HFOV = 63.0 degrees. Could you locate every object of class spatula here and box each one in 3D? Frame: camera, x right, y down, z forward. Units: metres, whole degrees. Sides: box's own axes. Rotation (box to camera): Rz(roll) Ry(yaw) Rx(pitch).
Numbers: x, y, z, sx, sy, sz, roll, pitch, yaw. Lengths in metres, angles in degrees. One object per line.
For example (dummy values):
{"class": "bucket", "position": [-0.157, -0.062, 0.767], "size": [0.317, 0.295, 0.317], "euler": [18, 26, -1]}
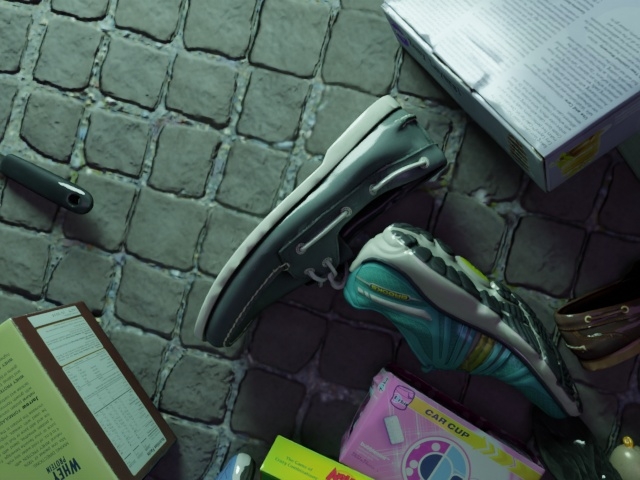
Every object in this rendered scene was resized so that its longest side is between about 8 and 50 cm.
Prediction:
{"class": "spatula", "position": [-0.389, -0.101, 0.603], "size": [0.297, 0.030, 0.084], "euler": [25, 91, 4]}

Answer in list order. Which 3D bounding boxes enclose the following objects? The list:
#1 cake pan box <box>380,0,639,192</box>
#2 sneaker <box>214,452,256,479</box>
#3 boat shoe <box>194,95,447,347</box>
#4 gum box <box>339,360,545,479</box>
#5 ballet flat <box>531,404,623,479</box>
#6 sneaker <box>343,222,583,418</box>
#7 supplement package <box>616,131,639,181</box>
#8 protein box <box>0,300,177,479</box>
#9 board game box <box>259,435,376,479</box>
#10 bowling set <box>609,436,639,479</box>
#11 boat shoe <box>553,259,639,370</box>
{"class": "cake pan box", "position": [0.220, -0.213, 0.474], "size": [0.246, 0.070, 0.266], "euler": [-36, 58, 5]}
{"class": "sneaker", "position": [-0.145, 0.319, 0.570], "size": [0.081, 0.080, 0.211], "euler": [34, 93, 0]}
{"class": "boat shoe", "position": [0.000, 0.000, 0.533], "size": [0.099, 0.116, 0.319], "euler": [41, 89, 6]}
{"class": "gum box", "position": [0.119, 0.223, 0.554], "size": [0.188, 0.062, 0.107], "euler": [31, 95, 3]}
{"class": "ballet flat", "position": [0.267, 0.237, 0.516], "size": [0.057, 0.049, 0.173], "euler": [-39, 46, 14]}
{"class": "sneaker", "position": [0.148, 0.092, 0.534], "size": [0.275, 0.107, 0.110], "euler": [37, 116, -6]}
{"class": "supplement package", "position": [0.388, -0.094, 0.433], "size": [0.139, 0.244, 0.133], "euler": [-34, 89, 4]}
{"class": "protein box", "position": [-0.305, 0.208, 0.552], "size": [0.200, 0.136, 0.201], "euler": [-35, 88, 4]}
{"class": "board game box", "position": [0.026, 0.278, 0.537], "size": [0.181, 0.043, 0.092], "euler": [20, 131, 13]}
{"class": "bowling set", "position": [0.404, 0.337, 0.514], "size": [0.200, 0.154, 0.286], "euler": [3, 89, -32]}
{"class": "boat shoe", "position": [0.341, 0.052, 0.527], "size": [0.207, 0.073, 0.073], "euler": [-31, 91, 5]}
